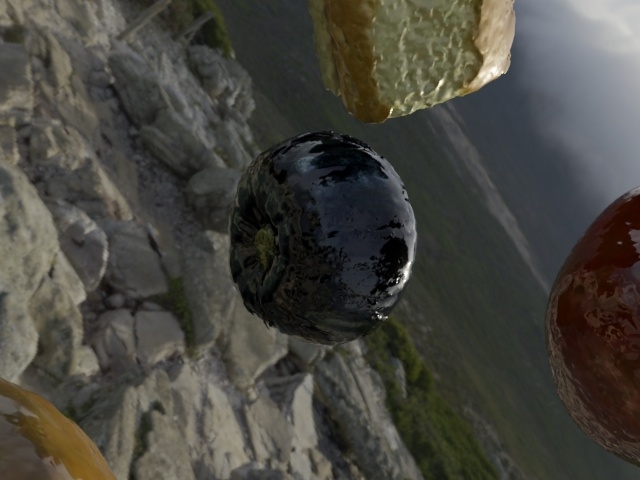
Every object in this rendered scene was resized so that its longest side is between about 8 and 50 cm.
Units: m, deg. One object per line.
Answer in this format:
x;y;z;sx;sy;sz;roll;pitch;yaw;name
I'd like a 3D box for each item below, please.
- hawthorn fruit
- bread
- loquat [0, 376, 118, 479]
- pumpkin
0.335;0.081;0.626;0.295;0.295;0.311;60;-13;-8;hawthorn fruit
0.094;-0.331;0.728;0.165;0.237;0.375;-124;-165;-47;bread
-0.196;0.156;0.342;0.176;0.234;0.187;93;14;-61;loquat
0.000;0.000;0.761;0.163;0.233;0.233;-7;65;-34;pumpkin
